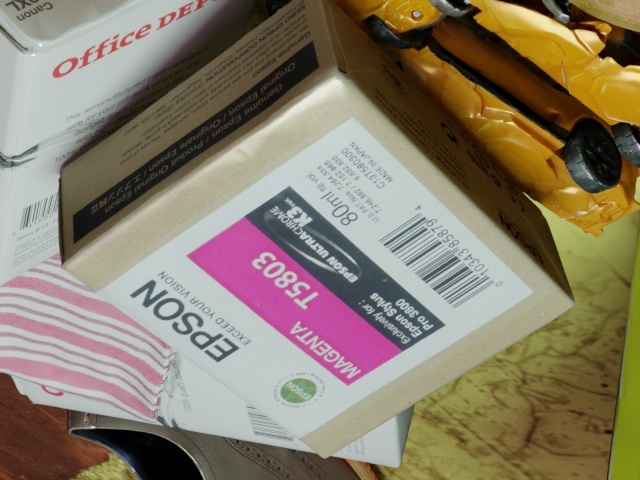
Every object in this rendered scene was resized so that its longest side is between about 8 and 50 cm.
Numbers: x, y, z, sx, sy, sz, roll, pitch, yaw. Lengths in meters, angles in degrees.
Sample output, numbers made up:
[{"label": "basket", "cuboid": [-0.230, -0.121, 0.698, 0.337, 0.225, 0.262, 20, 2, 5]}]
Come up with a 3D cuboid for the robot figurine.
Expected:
[{"label": "robot figurine", "cuboid": [0.112, -0.114, 0.848, 0.291, 0.085, 0.211, 34, 141, -26]}]

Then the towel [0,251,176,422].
[{"label": "towel", "cuboid": [-0.170, 0.062, 1.028, 0.144, 0.029, 0.197, 19, 144, -1]}]

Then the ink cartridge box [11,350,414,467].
[{"label": "ink cartridge box", "cuboid": [-0.082, 0.038, 1.099, 0.307, 0.129, 0.223, 8, 145, 12]}]

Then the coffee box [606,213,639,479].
[{"label": "coffee box", "cuboid": [0.357, 0.220, 0.996, 0.337, 0.338, 0.334, 7, 144, 13]}]

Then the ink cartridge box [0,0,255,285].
[{"label": "ink cartridge box", "cuboid": [-0.142, -0.102, 0.875, 0.100, 0.172, 0.237, 48, 147, 14]}]

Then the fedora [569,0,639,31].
[{"label": "fedora", "cuboid": [0.179, -0.186, 0.699, 0.194, 0.194, 0.079, 10, -175, 9]}]

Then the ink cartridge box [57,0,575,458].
[{"label": "ink cartridge box", "cuboid": [0.000, 0.000, 0.846, 0.193, 0.088, 0.234, -35, 128, 20]}]

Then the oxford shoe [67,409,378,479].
[{"label": "oxford shoe", "cuboid": [-0.084, 0.202, 1.327, 0.363, 0.133, 0.130, 37, 140, -28]}]
